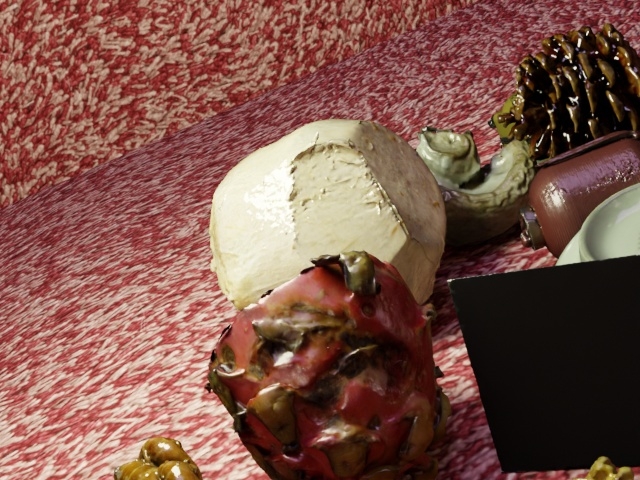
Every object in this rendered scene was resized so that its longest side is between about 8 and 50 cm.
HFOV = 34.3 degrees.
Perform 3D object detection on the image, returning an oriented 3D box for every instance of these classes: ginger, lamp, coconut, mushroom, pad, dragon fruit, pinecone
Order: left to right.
[{"bbox_3d":[-0.210,0.331,1.419,0.103,0.073,0.162,-45,35,-15],"label":"ginger"},{"bbox_3d":[0.000,0.000,1.620,0.360,0.346,0.346,-34,15,31],"label":"coconut"},{"bbox_3d":[0.042,0.198,1.279,0.296,0.314,0.263,-36,67,4],"label":"dragon fruit"},{"bbox_3d":[0.230,-0.073,1.767,0.267,0.189,0.164,5,54,-6],"label":"mushroom"},{"bbox_3d":[0.425,-0.238,1.684,0.257,0.243,0.243,6,33,21],"label":"pinecone"},{"bbox_3d":[0.416,-0.062,1.559,0.258,0.180,0.180,-19,23,5],"label":"lamp"},{"bbox_3d":[0.339,0.133,1.127,0.368,0.247,0.007,-10,12,27],"label":"pad"}]

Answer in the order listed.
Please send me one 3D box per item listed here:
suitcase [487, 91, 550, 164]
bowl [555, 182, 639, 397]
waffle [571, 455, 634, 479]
[{"bbox_3d":[0.435,-0.232,1.925,0.194,0.143,0.235,-27,10,-10],"label":"suitcase"},{"bbox_3d":[0.418,0.048,1.230,0.354,0.185,0.353,-22,32,15],"label":"bowl"},{"bbox_3d":[0.263,0.305,1.071,0.192,0.046,0.160,-25,25,-5],"label":"waffle"}]
